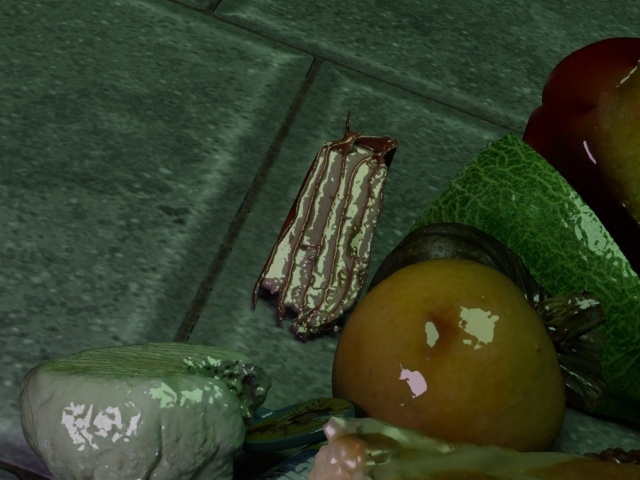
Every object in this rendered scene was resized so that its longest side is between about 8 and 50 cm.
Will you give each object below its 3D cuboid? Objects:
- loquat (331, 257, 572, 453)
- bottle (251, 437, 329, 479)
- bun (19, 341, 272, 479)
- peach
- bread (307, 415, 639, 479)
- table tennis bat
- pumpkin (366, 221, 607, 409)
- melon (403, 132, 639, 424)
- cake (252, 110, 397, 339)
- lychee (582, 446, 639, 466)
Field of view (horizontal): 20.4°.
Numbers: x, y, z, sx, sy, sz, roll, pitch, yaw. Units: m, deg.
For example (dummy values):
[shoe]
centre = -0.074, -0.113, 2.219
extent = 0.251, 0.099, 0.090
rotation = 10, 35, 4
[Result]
[loquat]
centre = 0.114, 0.119, 1.538
extent = 0.208, 0.208, 0.208
rotation = 16, 28, -9
[bottle]
centre = -0.058, 0.238, 1.332
extent = 0.093, 0.093, 0.330
rotation = 33, 30, 21
[bun]
centre = -0.131, 0.152, 1.400
extent = 0.204, 0.126, 0.212
rotation = 8, 10, 38
[peach]
centre = 0.396, -0.074, 2.019
extent = 0.338, 0.281, 0.281
rotation = 31, 30, 20
[bread]
centre = 0.151, 0.329, 1.100
extent = 0.390, 0.279, 0.371
rotation = 13, 27, -24
[table tennis bat]
centre = -0.031, 0.152, 1.494
extent = 0.100, 0.019, 0.155
rotation = -22, 11, -27
[pumpkin]
centre = 0.157, 0.063, 1.686
extent = 0.248, 0.126, 0.131
rotation = 8, 25, 15
[melon]
centre = 0.241, 0.058, 1.801
extent = 0.323, 0.196, 0.124
rotation = 45, 10, 30
[cake]
centre = 0.006, 0.003, 1.815
extent = 0.098, 0.135, 0.287
rotation = 25, 47, -2
[lychee]
centre = 0.257, 0.264, 1.397
extent = 0.188, 0.188, 0.188
rotation = 16, 28, -9
